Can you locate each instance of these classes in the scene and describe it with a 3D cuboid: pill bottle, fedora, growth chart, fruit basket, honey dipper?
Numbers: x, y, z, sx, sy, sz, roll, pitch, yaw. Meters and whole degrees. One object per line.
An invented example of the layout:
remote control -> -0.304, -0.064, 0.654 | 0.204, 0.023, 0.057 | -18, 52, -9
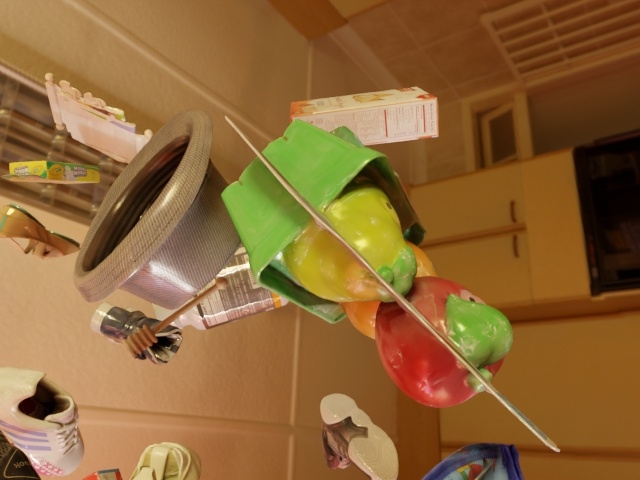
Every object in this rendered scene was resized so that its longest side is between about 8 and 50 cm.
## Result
pill bottle -> -0.220, 0.103, 1.246 | 0.162, 0.279, 0.162 | 164, 90, -84
fedora -> -0.172, -0.021, 0.669 | 0.124, 0.244, 0.275 | 39, -168, -28
growth chart -> -0.443, -0.228, 1.139 | 0.237, 0.172, 0.021 | 28, -126, -6
fruit basket -> 0.085, 0.047, 0.538 | 0.165, 0.353, 0.327 | -50, -27, -1
honey dipper -> -0.196, 0.100, 0.779 | 0.161, 0.030, 0.030 | -37, -63, -17

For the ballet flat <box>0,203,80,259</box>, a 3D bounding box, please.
ballet flat -> -0.576, -0.001, 1.145 | 0.232, 0.080, 0.073 | 65, -136, -68

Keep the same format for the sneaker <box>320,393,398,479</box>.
sneaker -> 0.084, 0.490, 1.309 | 0.101, 0.268, 0.153 | -10, -58, -28

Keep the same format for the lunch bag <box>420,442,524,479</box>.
lunch bag -> 0.073, 0.269, 0.328 | 0.293, 0.138, 0.220 | -14, -75, -67

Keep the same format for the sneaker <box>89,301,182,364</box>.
sneaker -> -0.360, 0.199, 1.173 | 0.226, 0.164, 0.086 | 83, -152, -78

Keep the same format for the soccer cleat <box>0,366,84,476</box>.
soccer cleat -> -0.517, 0.359, 1.082 | 0.116, 0.143, 0.331 | -85, -14, -45

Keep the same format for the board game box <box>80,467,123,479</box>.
board game box -> -0.420, 0.587, 0.904 | 0.302, 0.308, 0.086 | 57, 173, 20

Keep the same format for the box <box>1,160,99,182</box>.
box -> -0.587, -0.148, 1.234 | 0.179, 0.105, 0.043 | -14, -77, -70

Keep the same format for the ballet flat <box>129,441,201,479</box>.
ballet flat -> -0.207, 0.307, 0.708 | 0.248, 0.086, 0.086 | -75, -33, -77

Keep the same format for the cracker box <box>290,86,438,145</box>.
cracker box -> 0.067, -0.206, 0.949 | 0.155, 0.232, 0.067 | -98, 1, -69

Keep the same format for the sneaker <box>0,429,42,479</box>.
sneaker -> -0.277, 0.257, 0.389 | 0.227, 0.130, 0.087 | -52, -20, -20
